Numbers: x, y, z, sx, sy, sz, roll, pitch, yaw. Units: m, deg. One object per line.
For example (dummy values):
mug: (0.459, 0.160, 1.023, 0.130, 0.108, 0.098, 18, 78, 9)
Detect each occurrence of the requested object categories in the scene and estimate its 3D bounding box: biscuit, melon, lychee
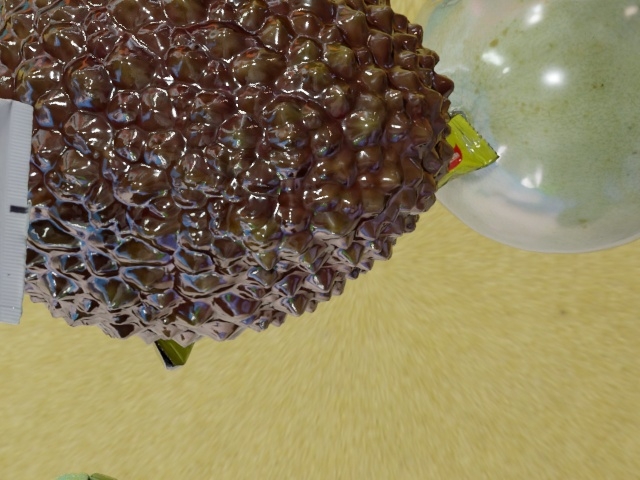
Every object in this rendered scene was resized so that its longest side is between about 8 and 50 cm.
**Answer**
biscuit: (0.000, 0.000, 1.317, 0.292, 0.026, 0.048, -33, 77, -17)
melon: (0.208, -0.125, 1.509, 0.268, 0.330, 0.268, 16, 115, 37)
lychee: (-0.052, -0.059, 0.966, 0.271, 0.271, 0.271, 0, 89, 1)

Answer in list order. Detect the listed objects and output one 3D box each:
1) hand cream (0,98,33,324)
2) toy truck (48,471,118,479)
hand cream: (-0.163, -0.023, 0.626, 0.142, 0.053, 0.084, 15, 68, -37)
toy truck: (-0.150, 0.203, 0.987, 0.116, 0.085, 0.191, 26, 127, -9)
